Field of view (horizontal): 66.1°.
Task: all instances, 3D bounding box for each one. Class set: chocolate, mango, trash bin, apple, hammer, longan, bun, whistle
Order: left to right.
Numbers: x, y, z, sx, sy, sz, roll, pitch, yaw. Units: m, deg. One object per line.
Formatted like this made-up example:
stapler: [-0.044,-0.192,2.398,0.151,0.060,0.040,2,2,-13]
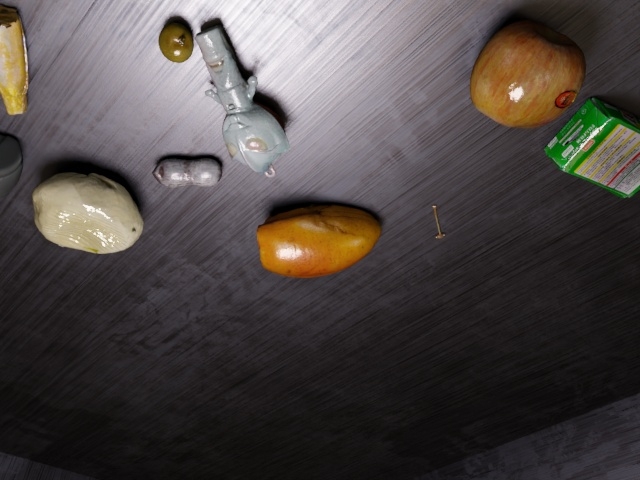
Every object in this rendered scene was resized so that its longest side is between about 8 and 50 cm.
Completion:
trash bin: [-0.798,-0.188,1.091,0.236,0.176,0.101,27,127,-20]
chocolate: [-0.643,-0.360,1.009,0.086,0.085,0.219,10,136,-12]
bun: [-0.577,-0.081,1.216,0.260,0.159,0.259,0,149,0]
longan: [-0.286,-0.395,0.985,0.075,0.083,0.075,-11,110,-31]
chocolate: [-0.324,-0.166,1.204,0.167,0.072,0.072,-3,133,-3]
whistle: [-0.170,-0.286,1.073,0.142,0.134,0.346,13,136,43]
mango: [0.000,0.000,1.312,0.351,0.198,0.201,-5,163,-15]
hammer: [0.329,-0.052,1.384,0.029,0.014,0.122,-20,129,3]
apple: [0.414,-0.331,0.996,0.211,0.211,0.187,10,130,-12]

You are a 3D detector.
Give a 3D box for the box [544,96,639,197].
box: [0.699,-0.217,1.188,0.250,0.102,0.180,17,130,-19]
